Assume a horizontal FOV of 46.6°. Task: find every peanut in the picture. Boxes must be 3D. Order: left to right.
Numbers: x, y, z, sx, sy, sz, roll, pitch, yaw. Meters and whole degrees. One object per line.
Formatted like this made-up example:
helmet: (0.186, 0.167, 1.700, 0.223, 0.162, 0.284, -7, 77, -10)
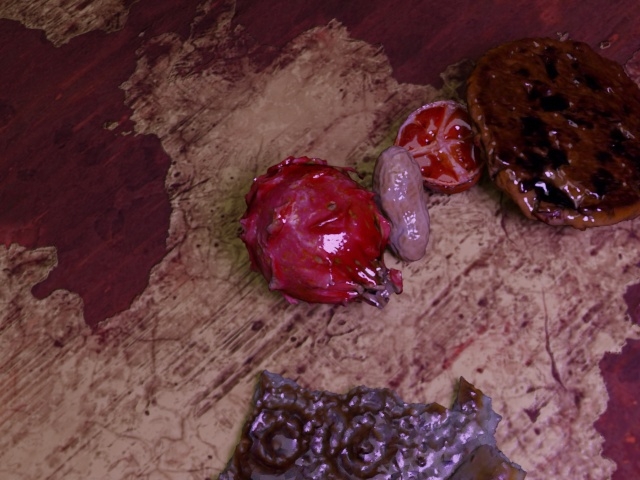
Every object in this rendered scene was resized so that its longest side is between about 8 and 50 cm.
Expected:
peanut: (0.118, -0.052, 1.095, 0.080, 0.080, 0.175, -13, 98, 5)

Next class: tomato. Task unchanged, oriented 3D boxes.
tomato: (0.192, -0.138, 1.158, 0.155, 0.069, 0.156, -4, 67, 10)

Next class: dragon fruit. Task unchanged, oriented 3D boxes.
dragon fruit: (0.000, 0.000, 1.052, 0.268, 0.210, 0.205, 43, 109, 26)

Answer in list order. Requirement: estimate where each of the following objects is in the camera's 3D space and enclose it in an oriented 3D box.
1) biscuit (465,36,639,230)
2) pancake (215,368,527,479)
biscuit: (0.359, -0.160, 1.104, 0.289, 0.081, 0.334, -2, 63, -10)
pancake: (0.043, 0.308, 0.948, 0.426, 0.067, 0.305, 0, 60, 14)
